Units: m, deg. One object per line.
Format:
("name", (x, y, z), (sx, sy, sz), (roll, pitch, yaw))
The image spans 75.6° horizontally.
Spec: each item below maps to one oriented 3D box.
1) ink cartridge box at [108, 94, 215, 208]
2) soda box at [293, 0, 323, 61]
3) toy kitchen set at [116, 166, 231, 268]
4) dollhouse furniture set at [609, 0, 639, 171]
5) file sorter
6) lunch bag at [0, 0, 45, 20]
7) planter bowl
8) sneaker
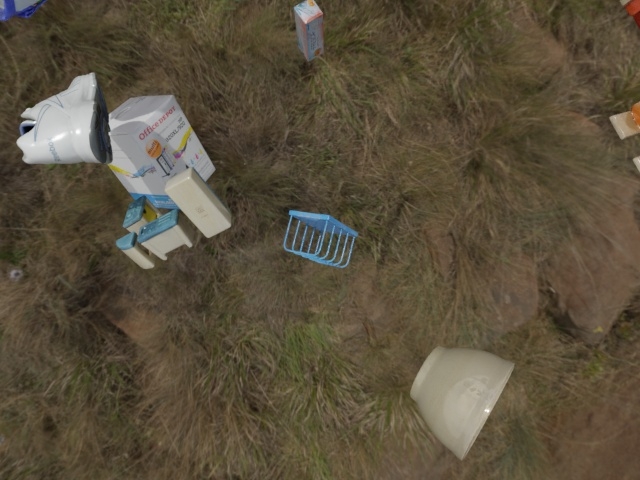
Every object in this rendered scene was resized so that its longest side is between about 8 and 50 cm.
("ink cartridge box", (-0.424, -0.224, 1.056), (0.171, 0.168, 0.232), (-62, 145, -34))
("soda box", (-0.031, -0.597, 1.179), (0.058, 0.183, 0.063), (-32, 83, -4))
("toy kitchen set", (-0.290, -0.069, 0.780), (0.207, 0.166, 0.122), (-26, 129, 8))
("dollhouse furniture set", (0.515, -0.230, 0.538), (0.135, 0.262, 0.259), (-18, 80, -27))
("file sorter", (0.000, 0.000, 1.074), (0.118, 0.170, 0.104), (10, 82, 31))
("lunch bag", (-0.462, -0.576, 0.596), (0.239, 0.385, 0.327), (21, 59, 16))
("planter bowl", (0.208, 0.230, 0.635), (0.162, 0.109, 0.162), (-36, 141, -35))
("sneaker", (-0.434, -0.213, 0.704), (0.130, 0.297, 0.110), (-13, 124, -18))
